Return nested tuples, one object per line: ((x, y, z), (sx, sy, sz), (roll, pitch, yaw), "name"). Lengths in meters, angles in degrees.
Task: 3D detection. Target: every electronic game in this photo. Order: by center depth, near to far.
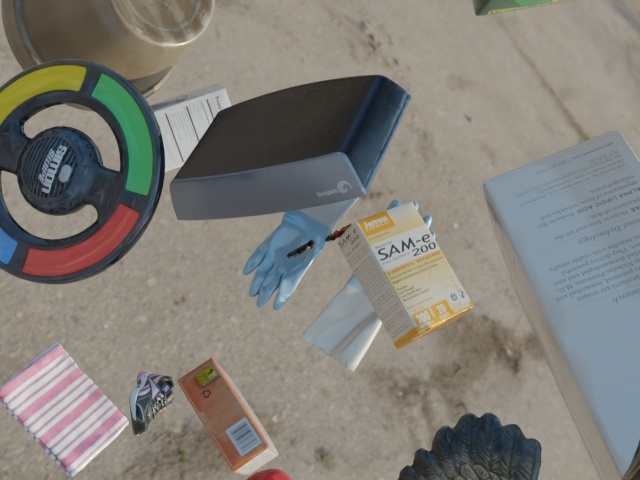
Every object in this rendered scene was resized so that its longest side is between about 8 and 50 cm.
((-0.263, -0.070, 0.844), (0.229, 0.229, 0.048), (60, 8, 14), "electronic game")

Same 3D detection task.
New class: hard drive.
((-0.042, -0.102, 0.906), (0.054, 0.254, 0.172), (56, 45, -34), "hard drive")

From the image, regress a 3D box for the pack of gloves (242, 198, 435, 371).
((0.022, 0.018, 1.074), (0.195, 0.232, 0.046), (32, -2, 6), "pack of gloves")

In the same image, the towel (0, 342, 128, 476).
((-0.440, 0.289, 1.445), (0.197, 0.029, 0.144), (49, 47, -3), "towel")

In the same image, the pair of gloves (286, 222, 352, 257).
((0.000, 0.000, 0.991), (0.010, 0.083, 0.074), (65, 11, -3), "pair of gloves")

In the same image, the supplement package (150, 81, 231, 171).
((-0.236, -0.191, 1.442), (0.105, 0.179, 0.105), (-130, -159, -71), "supplement package")

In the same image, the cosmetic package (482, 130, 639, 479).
((0.303, 0.111, 0.810), (0.217, 0.156, 0.385), (58, 11, -52), "cosmetic package")

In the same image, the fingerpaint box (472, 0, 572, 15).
((0.389, -0.365, 0.786), (0.371, 0.444, 0.163), (161, -82, -85), "fingerpaint box")

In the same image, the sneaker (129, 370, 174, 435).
((-0.327, 0.310, 1.646), (0.077, 0.072, 0.178), (-2, 27, -1), "sneaker")

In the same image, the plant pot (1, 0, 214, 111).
((-0.327, -0.394, 1.400), (0.323, 0.280, 0.324), (1, 89, -38), "plant pot")

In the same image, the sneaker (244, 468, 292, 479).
((-0.067, 0.324, 0.877), (0.107, 0.118, 0.279), (38, 24, 0), "sneaker")

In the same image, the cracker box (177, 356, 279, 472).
((-0.136, 0.277, 1.293), (0.156, 0.067, 0.232), (55, -10, 14), "cracker box")

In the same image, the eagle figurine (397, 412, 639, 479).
((0.164, 0.282, 0.615), (0.225, 0.226, 0.299), (3, 75, -80), "eagle figurine")

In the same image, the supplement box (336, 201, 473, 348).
((0.065, 0.026, 0.651), (0.062, 0.036, 0.098), (-21, 74, -33), "supplement box")
